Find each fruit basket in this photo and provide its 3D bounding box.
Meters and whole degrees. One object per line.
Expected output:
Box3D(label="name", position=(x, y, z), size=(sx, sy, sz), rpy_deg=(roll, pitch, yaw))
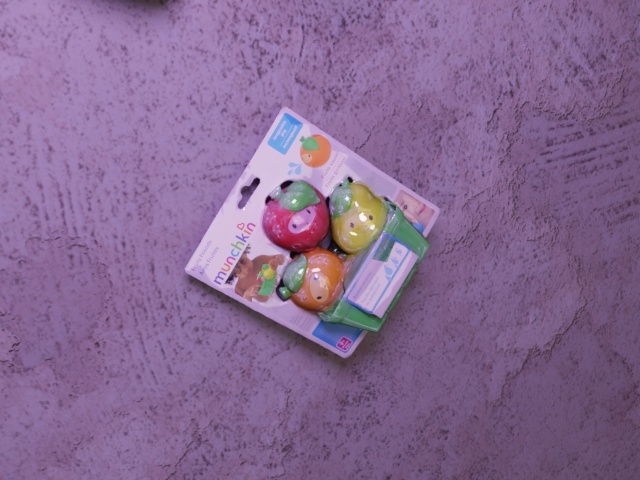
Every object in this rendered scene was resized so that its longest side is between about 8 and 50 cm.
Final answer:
Box3D(label="fruit basket", position=(0.000, 0.000, 1.321), size=(0.353, 0.165, 0.327), rpy_deg=(32, 90, -27))
